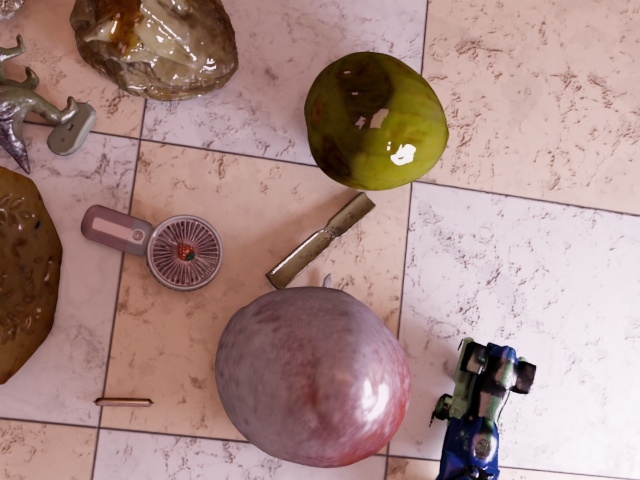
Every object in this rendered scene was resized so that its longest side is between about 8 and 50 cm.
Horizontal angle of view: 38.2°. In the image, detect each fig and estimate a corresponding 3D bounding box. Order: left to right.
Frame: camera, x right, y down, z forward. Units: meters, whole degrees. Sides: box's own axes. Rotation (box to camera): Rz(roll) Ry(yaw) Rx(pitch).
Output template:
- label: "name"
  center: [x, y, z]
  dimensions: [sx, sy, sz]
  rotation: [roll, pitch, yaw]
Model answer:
- label: "fig"
  center: [0.108, -0.203, 1.605]
  dimensions: [0.271, 0.239, 0.239]
  rotation: [5, 79, -36]

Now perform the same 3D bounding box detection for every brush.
- label: "brush"
  center: [0.000, 0.000, 1.648]
  dimensions: [0.248, 0.036, 0.043]
  rotation: [-42, 95, -21]

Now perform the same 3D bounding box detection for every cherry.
- label: "cherry"
  center: [-0.018, 0.211, 1.473]
  dimensions: [0.326, 0.335, 0.291]
  rotation: [28, 93, 18]

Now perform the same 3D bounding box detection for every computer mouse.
- label: "computer mouse"
  center: [-0.423, -0.192, 1.588]
  dimensions: [0.056, 0.032, 0.110]
  rotation: [27, 78, 11]

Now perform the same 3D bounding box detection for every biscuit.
- label: "biscuit"
  center: [-0.512, 0.049, 1.400]
  dimensions: [0.046, 0.359, 0.359]
  rotation: [2, 79, 25]

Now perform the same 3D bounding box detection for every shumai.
- label: "shumai"
  center: [-0.267, -0.386, 1.538]
  dimensions: [0.314, 0.262, 0.267]
  rotation: [32, 77, -7]

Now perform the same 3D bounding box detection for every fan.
- label: "fan"
  center: [-0.285, 0.005, 1.565]
  dimensions: [0.244, 0.074, 0.130]
  rotation: [19, 78, -7]

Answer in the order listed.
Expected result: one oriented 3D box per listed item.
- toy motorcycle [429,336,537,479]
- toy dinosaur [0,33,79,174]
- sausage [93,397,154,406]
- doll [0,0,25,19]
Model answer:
- label: "toy motorcycle"
  center: [0.260, 0.331, 1.562]
  dimensions: [0.125, 0.196, 0.331]
  rotation: [21, 79, -7]
- label: "toy dinosaur"
  center: [-0.537, -0.260, 1.529]
  dimensions: [0.294, 0.077, 0.162]
  rotation: [50, 58, -8]
- label: "sausage"
  center: [-0.329, 0.270, 1.544]
  dimensions: [0.100, 0.015, 0.015]
  rotation: [3, 81, -11]
- label: "doll"
  center: [-0.563, -0.480, 1.575]
  dimensions: [0.105, 0.115, 0.221]
  rotation: [-8, 76, -3]
